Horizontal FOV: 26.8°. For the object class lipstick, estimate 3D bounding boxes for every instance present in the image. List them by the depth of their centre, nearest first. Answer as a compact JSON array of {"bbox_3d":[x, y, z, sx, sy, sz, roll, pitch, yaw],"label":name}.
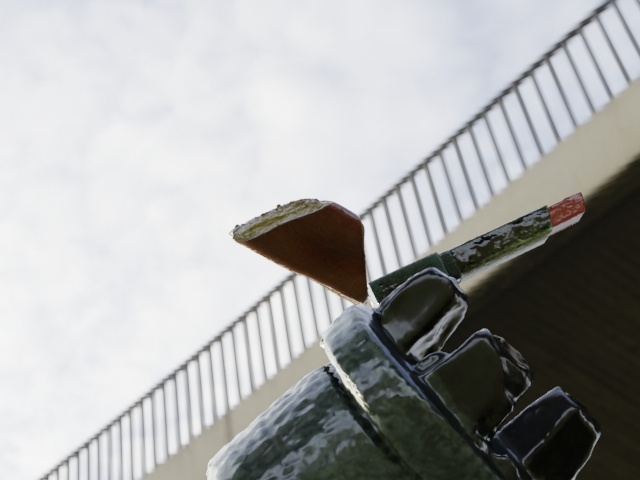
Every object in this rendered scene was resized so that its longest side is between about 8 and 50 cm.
[{"bbox_3d":[0.210,0.019,1.759,0.312,0.051,0.051,-24,-18,-8],"label":"lipstick"}]

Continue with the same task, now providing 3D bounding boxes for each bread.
[{"bbox_3d":[0.000,0.000,1.639,0.192,0.067,0.119,30,-64,-18],"label":"bread"}]

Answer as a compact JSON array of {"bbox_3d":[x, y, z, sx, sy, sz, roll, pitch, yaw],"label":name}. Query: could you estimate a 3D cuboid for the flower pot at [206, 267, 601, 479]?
[{"bbox_3d":[0.091,0.204,1.148,0.283,0.299,0.299,-44,-52,2],"label":"flower pot"}]
